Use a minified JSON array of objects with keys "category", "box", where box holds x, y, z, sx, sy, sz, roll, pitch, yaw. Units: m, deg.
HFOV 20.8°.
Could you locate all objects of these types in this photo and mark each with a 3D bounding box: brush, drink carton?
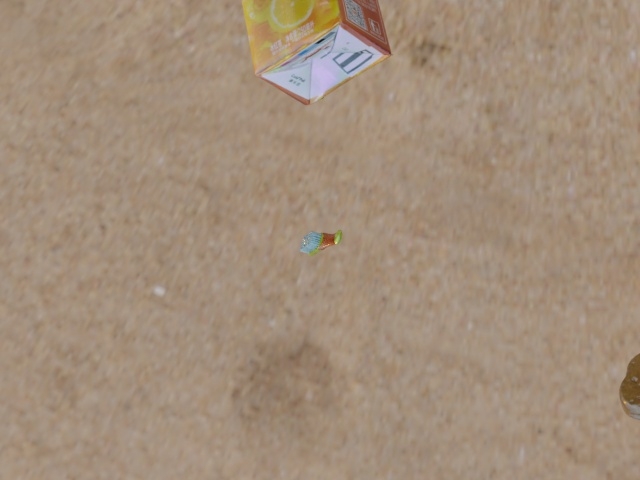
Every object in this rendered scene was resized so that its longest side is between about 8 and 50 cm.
[{"category":"brush","box":[0.000,0.000,1.707,0.021,0.083,0.018,19,77,-17]},{"category":"drink carton","box":[-0.016,-0.234,1.453,0.096,0.222,0.071,-29,146,28]}]

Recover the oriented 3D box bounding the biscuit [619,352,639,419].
[{"category":"biscuit","box":[0.478,0.134,1.926,0.295,0.186,0.044,-31,136,-2]}]
